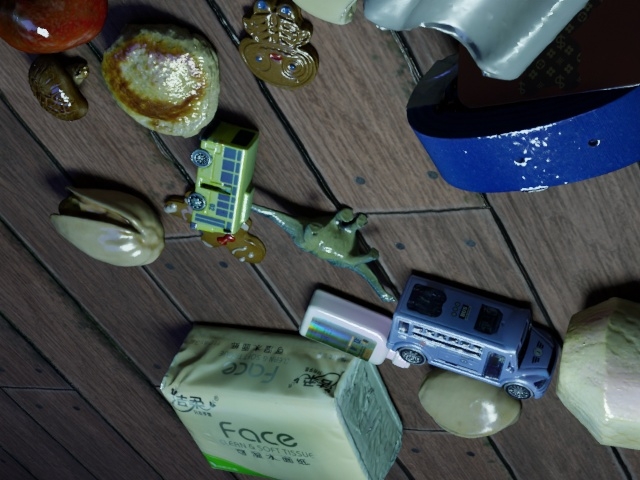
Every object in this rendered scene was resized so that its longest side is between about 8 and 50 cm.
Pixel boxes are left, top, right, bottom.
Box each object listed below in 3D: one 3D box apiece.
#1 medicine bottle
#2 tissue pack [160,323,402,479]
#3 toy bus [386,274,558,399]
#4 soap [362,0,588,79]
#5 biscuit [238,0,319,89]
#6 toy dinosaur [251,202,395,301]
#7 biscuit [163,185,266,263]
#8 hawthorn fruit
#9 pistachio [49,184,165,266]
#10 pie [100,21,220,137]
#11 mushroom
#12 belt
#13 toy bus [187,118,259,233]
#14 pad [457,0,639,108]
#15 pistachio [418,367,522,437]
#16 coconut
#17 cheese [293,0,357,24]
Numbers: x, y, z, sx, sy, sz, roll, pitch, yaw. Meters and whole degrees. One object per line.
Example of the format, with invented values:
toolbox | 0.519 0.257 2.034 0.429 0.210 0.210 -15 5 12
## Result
medicine bottle | 0.073 0.172 2.279 0.219 0.078 0.115 22 144 2
tissue pack | -0.074 0.349 2.495 0.405 0.205 0.331 3 137 26
toy bus | 0.271 0.165 2.114 0.292 0.125 0.133 18 145 10
soap | 0.229 -0.414 1.181 0.213 0.350 0.435 21 148 -11
biscuit | -0.064 -0.286 1.781 0.124 0.026 0.175 13 145 13
toy dinosaur | 0.009 -0.002 2.084 0.363 0.076 0.147 31 148 -15
biscuit | -0.182 -0.020 2.211 0.205 0.031 0.138 40 142 -26
hawthorn fruit | -0.393 -0.355 1.756 0.185 0.185 0.202 10 180 19
pistachio | -0.387 -0.026 2.232 0.215 0.144 0.144 23 146 11
pie | -0.248 -0.249 1.886 0.179 0.084 0.205 19 143 6
mushroom | -0.429 -0.249 1.989 0.109 0.085 0.126 -3 132 34
belt | 0.286 -0.178 1.564 0.347 0.212 0.117 -8 136 32
toy bus | -0.158 -0.099 1.987 0.101 0.088 0.175 14 121 7
pad | 0.289 -0.259 1.492 0.267 0.181 0.004 -6 163 34
pistachio | 0.281 0.291 2.267 0.223 0.152 0.126 11 152 49
coconut | 0.510 0.219 1.958 0.259 0.259 0.259 15 145 11
cheese | -0.020 -0.377 1.593 0.249 0.071 0.163 26 146 -3
